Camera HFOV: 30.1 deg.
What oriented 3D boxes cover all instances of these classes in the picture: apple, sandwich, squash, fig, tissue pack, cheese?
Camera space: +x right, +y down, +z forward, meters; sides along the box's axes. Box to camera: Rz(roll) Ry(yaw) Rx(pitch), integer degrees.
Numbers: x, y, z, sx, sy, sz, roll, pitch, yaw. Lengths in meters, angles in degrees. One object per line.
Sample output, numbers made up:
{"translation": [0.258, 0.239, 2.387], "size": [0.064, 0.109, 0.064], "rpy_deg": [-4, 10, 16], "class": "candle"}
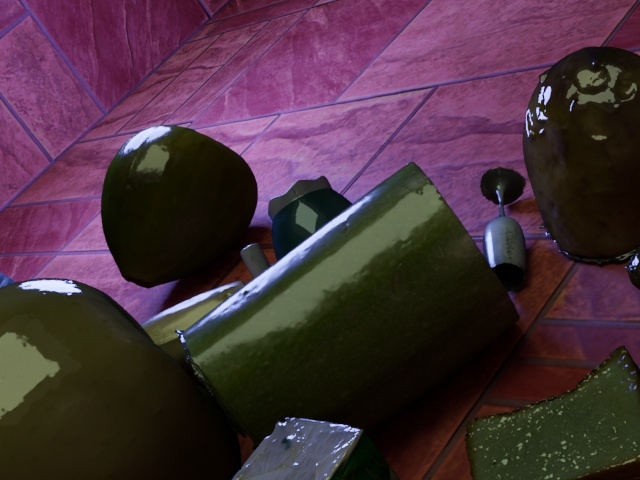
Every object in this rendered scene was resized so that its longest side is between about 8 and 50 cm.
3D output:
{"translation": [-0.344, 0.281, 1.519], "size": [0.473, 0.474, 0.474], "rpy_deg": [-28, 24, 14], "class": "apple"}
{"translation": [0.263, 0.226, 1.276], "size": [0.214, 0.065, 0.186], "rpy_deg": [-27, 25, 18], "class": "sandwich"}
{"translation": [0.037, 0.113, 1.551], "size": [0.384, 0.263, 0.263], "rpy_deg": [-36, 24, 1], "class": "squash"}
{"translation": [-0.285, -0.056, 2.286], "size": [0.316, 0.316, 0.316], "rpy_deg": [-28, 24, 14], "class": "fig"}
{"translation": [0.012, 0.317, 1.255], "size": [0.148, 0.209, 0.156], "rpy_deg": [-1, 41, 51], "class": "tissue pack"}
{"translation": [-0.212, 0.166, 1.827], "size": [0.315, 0.128, 0.259], "rpy_deg": [-28, -17, 6], "class": "cheese"}

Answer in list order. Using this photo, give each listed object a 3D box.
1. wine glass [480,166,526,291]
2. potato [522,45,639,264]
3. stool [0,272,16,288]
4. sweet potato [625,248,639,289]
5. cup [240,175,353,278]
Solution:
{"translation": [0.267, -0.014, 1.725], "size": [0.074, 0.074, 0.262], "rpy_deg": [-25, 27, 21], "class": "wine glass"}
{"translation": [0.382, -0.151, 1.617], "size": [0.288, 0.237, 0.301], "rpy_deg": [-4, 38, 50], "class": "potato"}
{"translation": [-0.692, 0.222, 2.276], "size": [0.297, 0.297, 0.330], "rpy_deg": [-30, 20, 10], "class": "stool"}
{"translation": [0.457, 0.042, 1.381], "size": [0.233, 0.062, 0.081], "rpy_deg": [14, 68, 56], "class": "sweet potato"}
{"translation": [0.000, 0.000, 1.836], "size": [0.299, 0.173, 0.167], "rpy_deg": [-15, -21, -41], "class": "cup"}
